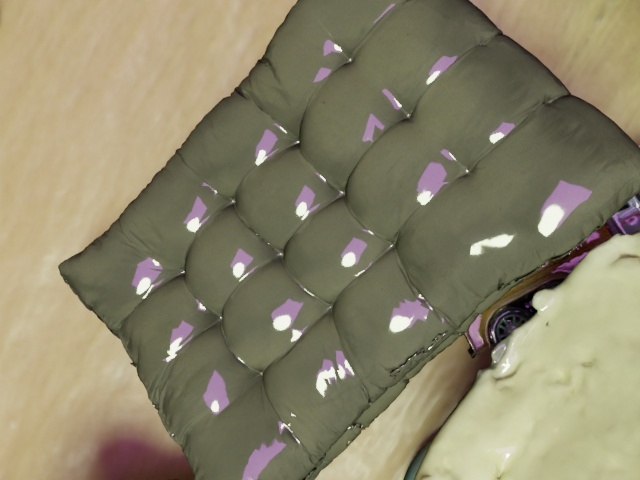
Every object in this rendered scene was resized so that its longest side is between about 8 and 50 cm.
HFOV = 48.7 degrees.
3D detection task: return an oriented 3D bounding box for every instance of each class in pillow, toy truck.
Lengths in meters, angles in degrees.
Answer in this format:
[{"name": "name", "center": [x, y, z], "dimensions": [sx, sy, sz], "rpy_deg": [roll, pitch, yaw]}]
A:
[{"name": "pillow", "center": [0.000, 0.000, 0.436], "dimensions": [0.326, 0.101, 0.228], "rpy_deg": [-44, 70, 12]}, {"name": "toy truck", "center": [0.158, -0.003, 0.479], "dimensions": [0.177, 0.080, 0.115], "rpy_deg": [-29, 80, 5]}]

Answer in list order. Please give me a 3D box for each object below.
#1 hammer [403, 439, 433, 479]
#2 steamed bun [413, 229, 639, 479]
[{"name": "hammer", "center": [0.149, 0.140, 0.493], "dimensions": [0.116, 0.069, 0.194], "rpy_deg": [39, 85, 2]}, {"name": "steamed bun", "center": [0.221, 0.172, 0.346], "dimensions": [0.312, 0.233, 0.334], "rpy_deg": [37, 86, -34]}]
